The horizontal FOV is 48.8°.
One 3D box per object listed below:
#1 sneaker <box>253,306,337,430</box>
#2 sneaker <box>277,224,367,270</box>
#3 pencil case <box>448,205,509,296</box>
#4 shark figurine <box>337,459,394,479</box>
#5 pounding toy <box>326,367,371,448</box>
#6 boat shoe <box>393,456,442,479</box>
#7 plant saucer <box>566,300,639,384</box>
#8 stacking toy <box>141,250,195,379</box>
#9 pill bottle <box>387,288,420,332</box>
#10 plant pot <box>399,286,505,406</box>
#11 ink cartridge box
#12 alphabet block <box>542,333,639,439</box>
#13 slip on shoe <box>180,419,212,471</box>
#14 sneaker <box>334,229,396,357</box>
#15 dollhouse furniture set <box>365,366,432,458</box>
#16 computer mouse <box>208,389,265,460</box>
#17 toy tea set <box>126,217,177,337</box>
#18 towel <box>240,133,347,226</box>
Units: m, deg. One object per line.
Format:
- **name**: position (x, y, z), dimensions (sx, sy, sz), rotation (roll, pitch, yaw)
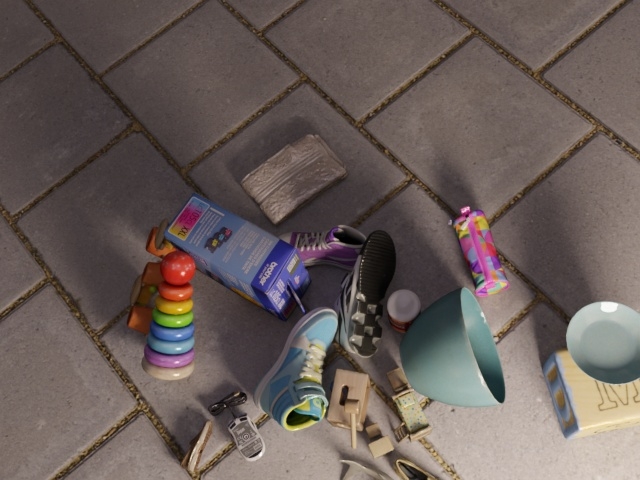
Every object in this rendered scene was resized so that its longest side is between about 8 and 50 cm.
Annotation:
- **sneaker**: position (-0.019, 0.333, 1.759), dimensions (0.319, 0.127, 0.208), rotation (-58, 34, -1)
- **sneaker**: position (0.000, -0.001, 1.934), dimensions (0.281, 0.161, 0.102), rotation (5, 64, 10)
- **pencil case**: position (0.427, 0.031, 1.898), dimensions (0.104, 0.104, 0.237), rotation (-16, 67, 1)
- **shark figurine**: position (0.167, 0.620, 1.676), dimensions (0.166, 0.116, 0.278), rotation (-28, 68, -6)
- **pounding toy**: position (0.058, 0.410, 1.727), dimensions (0.094, 0.206, 0.181), rotation (8, 69, 11)
- **boat shoe**: position (0.255, 0.591, 1.696), dimensions (0.190, 0.072, 0.068), rotation (29, 74, 18)
- **plant saucer**: position (0.657, 0.235, 1.607), dimensions (0.194, 0.037, 0.195), rotation (-3, 67, 7)
- **stacking toy**: position (-0.378, 0.188, 1.833), dimensions (0.141, 0.141, 0.331), rotation (14, 107, 13)
- **pill bottle**: position (0.217, 0.189, 1.829), dimensions (0.086, 0.152, 0.086), rotation (-3, 67, 7)
- **plant pot**: position (0.309, 0.282, 1.731), dimensions (0.195, 0.290, 0.290), rotation (-21, 64, 21)
- **ink cartridge box**: position (-0.186, 0.062, 1.874), dimensions (0.395, 0.270, 0.151), rotation (27, 74, 18)
- **alphabet block**: position (0.664, 0.351, 1.680), dimensions (0.197, 0.192, 0.194), rotation (-13, 68, 3)
- **slip on shoe**: position (-0.318, 0.525, 1.818), dimensions (0.041, 0.051, 0.135), rotation (17, 78, 12)
- **sneaker**: position (0.099, 0.131, 1.860), dimensions (0.146, 0.122, 0.331), rotation (3, 77, 55)
- **dollhouse furniture set**: position (0.166, 0.424, 1.763), dimensions (0.160, 0.101, 0.182), rotation (-24, 66, -3)
- **computer mouse**: position (-0.205, 0.486, 1.824), dimensions (0.106, 0.042, 0.193), rotation (-29, 61, -10)
- **toy tea set**: position (-0.437, 0.104, 1.963), dimensions (0.124, 0.200, 0.336), rotation (19, 84, -22)
- **towel**: position (-0.076, -0.187, 2.087), dimensions (0.282, 0.049, 0.187), rotation (-37, 67, -8)
